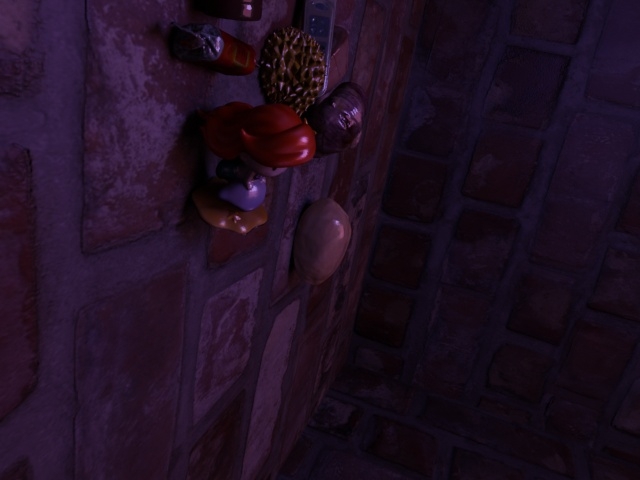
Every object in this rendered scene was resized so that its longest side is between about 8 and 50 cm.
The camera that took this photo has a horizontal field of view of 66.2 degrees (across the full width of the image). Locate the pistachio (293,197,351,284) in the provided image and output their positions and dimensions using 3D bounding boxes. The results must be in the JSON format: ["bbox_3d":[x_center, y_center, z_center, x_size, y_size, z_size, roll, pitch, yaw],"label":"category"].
[{"bbox_3d":[0.000,0.000,1.658,0.187,0.188,0.299,-30,140,-68],"label":"pistachio"}]

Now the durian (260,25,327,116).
[{"bbox_3d":[-0.066,-0.394,1.138,0.182,0.165,0.132,-51,-164,0],"label":"durian"}]

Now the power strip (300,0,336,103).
[{"bbox_3d":[-0.012,-0.479,1.194,0.048,0.080,0.285,-137,-128,-78],"label":"power strip"}]

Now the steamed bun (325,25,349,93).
[{"bbox_3d":[0.003,-0.471,1.307,0.175,0.106,0.145,-55,165,-15],"label":"steamed bun"}]

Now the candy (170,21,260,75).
[{"bbox_3d":[-0.177,-0.327,0.852,0.292,0.086,0.059,-25,122,-71],"label":"candy"}]

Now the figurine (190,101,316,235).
[{"bbox_3d":[-0.137,-0.157,0.921,0.181,0.208,0.257,5,137,-35],"label":"figurine"}]

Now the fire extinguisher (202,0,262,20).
[{"bbox_3d":[-0.145,-0.530,0.754,0.138,0.102,0.343,-13,125,-33],"label":"fire extinguisher"}]

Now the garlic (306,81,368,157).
[{"bbox_3d":[0.045,-0.323,1.394,0.245,0.160,0.245,-41,-170,9],"label":"garlic"}]
